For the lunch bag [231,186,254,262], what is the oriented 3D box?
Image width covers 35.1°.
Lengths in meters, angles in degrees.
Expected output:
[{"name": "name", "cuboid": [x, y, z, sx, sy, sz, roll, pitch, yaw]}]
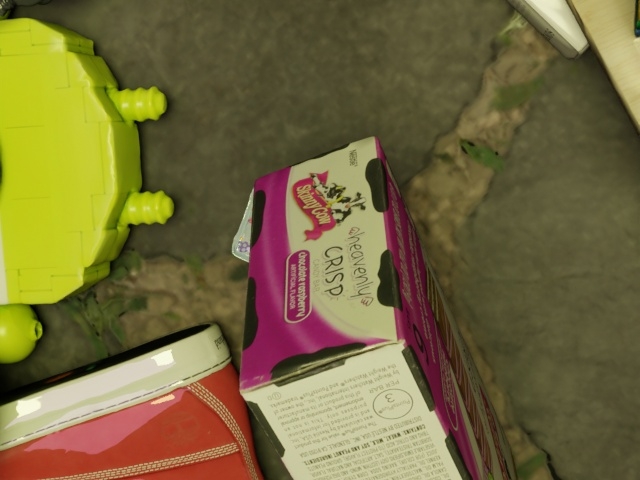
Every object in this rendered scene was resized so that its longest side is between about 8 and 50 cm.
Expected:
[{"name": "lunch bag", "cuboid": [0.000, 0.000, 0.580, 0.083, 0.071, 0.053, 23, 95, 8]}]

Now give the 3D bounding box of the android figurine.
[{"name": "android figurine", "cuboid": [-0.223, -0.045, 0.619, 0.272, 0.056, 0.248, -4, 95, 10]}]

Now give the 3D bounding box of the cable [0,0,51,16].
[{"name": "cable", "cuboid": [-0.163, -0.214, 0.588, 0.184, 0.047, 0.150, -42, 69, -8]}]

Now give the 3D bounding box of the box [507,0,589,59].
[{"name": "box", "cuboid": [0.105, -0.290, 0.539, 0.322, 0.058, 0.232, 44, 101, 1]}]

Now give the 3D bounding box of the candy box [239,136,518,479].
[{"name": "candy box", "cuboid": [0.042, 0.090, 0.491, 0.071, 0.159, 0.233, -19, 123, 11]}]

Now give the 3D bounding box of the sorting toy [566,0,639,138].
[{"name": "sorting toy", "cuboid": [0.247, -0.136, 0.439, 0.257, 0.089, 0.255, -28, 82, 12]}]

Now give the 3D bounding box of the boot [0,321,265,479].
[{"name": "boot", "cuboid": [-0.147, 0.170, 0.616, 0.244, 0.088, 0.176, -18, 94, 7]}]
